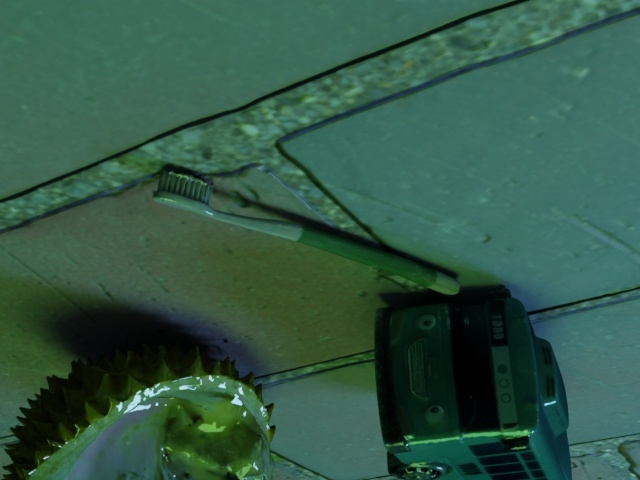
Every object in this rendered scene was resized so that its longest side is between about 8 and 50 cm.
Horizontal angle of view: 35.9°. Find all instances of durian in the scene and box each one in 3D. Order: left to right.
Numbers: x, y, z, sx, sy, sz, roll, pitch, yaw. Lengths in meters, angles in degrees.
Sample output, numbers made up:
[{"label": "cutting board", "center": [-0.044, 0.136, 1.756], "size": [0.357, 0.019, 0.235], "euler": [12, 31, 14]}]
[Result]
[{"label": "durian", "center": [-0.134, 0.183, 0.868], "size": [0.172, 0.167, 0.306], "euler": [-13, 148, 18]}]

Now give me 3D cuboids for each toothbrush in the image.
[{"label": "toothbrush", "center": [0.000, 0.000, 0.695], "size": [0.257, 0.024, 0.018], "euler": [20, 165, -30]}]

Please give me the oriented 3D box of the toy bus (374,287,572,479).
[{"label": "toy bus", "center": [0.137, 0.148, 0.842], "size": [0.147, 0.128, 0.256], "euler": [-10, 150, 15]}]
